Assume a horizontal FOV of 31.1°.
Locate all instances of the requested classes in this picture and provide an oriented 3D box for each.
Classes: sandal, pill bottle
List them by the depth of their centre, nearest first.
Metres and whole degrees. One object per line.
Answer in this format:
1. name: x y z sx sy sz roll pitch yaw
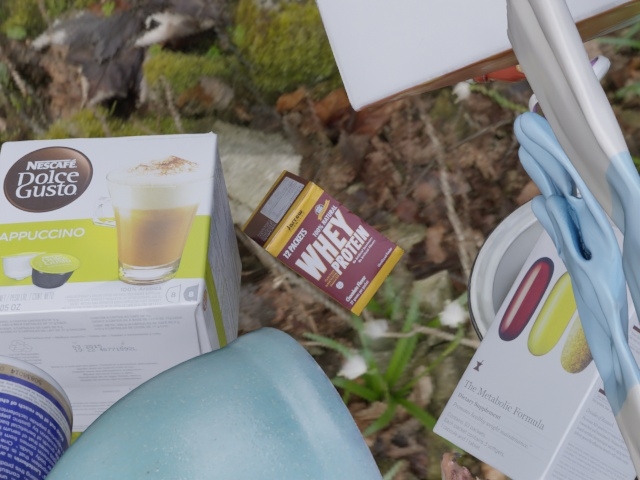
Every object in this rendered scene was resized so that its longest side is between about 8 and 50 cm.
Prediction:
1. pill bottle: -0.301 0.237 0.987 0.153 0.153 0.264 13 35 -14
2. sandal: 0.439 -0.280 2.133 0.102 0.416 0.169 32 99 3

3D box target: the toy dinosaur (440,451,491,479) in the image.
1. toy dinosaur: 0.310 0.471 1.879 0.127 0.296 0.200 -36 132 -56

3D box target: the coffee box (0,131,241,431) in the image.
1. coffee box: -0.312 0.067 1.778 0.338 0.338 0.334 -2 51 3

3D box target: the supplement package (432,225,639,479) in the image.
1. supplement package: 0.242 0.115 1.070 0.134 0.139 0.244 32 85 -41

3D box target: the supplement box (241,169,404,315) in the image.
1. supplement box: 0.000 0.000 1.872 0.191 0.194 0.129 36 89 -18

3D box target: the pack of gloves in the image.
1. pack of gloves: 0.129 0.021 0.430 0.046 0.195 0.232 -19 68 3

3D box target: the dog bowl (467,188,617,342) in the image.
1. dog bowl: 0.424 0.106 1.666 0.408 0.150 0.408 -8 48 9

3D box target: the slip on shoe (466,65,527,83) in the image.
1. slip on shoe: 0.213 -0.221 1.174 0.101 0.331 0.123 9 110 17

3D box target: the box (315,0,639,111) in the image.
1. box: 0.172 -0.204 0.556 0.215 0.345 0.168 -22 94 -41

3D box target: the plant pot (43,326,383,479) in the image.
1. plant pot: -0.085 0.221 0.726 0.196 0.293 0.293 -15 84 -22
